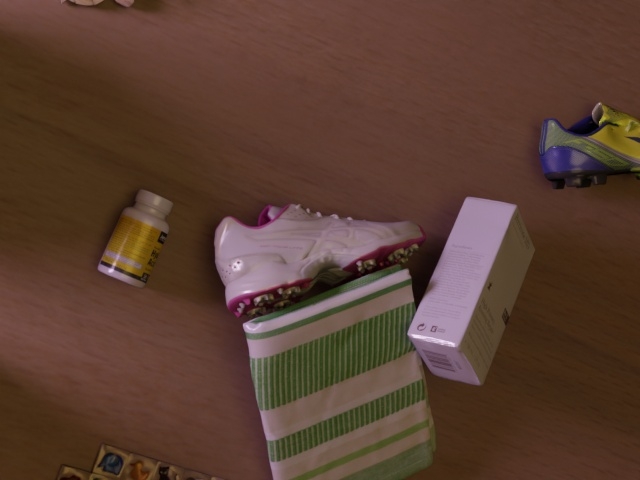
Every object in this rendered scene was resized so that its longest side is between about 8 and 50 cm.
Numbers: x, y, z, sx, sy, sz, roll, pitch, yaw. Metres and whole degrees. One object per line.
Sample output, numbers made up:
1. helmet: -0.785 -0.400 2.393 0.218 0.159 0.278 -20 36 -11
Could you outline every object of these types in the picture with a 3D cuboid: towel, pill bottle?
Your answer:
1. towel: 0.033 0.210 1.625 0.248 0.038 0.324 -20 119 -19
2. pill bottle: -0.230 -0.003 1.530 0.065 0.065 0.116 24 85 -22

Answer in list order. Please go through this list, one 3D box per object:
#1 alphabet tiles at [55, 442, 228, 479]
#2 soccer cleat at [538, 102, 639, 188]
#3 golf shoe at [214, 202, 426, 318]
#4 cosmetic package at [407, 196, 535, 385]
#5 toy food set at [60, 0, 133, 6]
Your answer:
1. alphabet tiles: -0.247 0.380 1.584 0.237 0.009 0.198 21 86 -22
2. soccer cleat: 0.452 -0.148 1.782 0.289 0.093 0.121 -8 91 -22
3. golf shoe: 0.000 0.000 1.599 0.306 0.115 0.140 -14 70 -31
4. cosmetic package: 0.209 0.068 1.647 0.231 0.086 0.117 -64 145 -23
5. toy food set: -0.265 -0.331 1.517 0.122 0.019 0.077 0 94 -14
